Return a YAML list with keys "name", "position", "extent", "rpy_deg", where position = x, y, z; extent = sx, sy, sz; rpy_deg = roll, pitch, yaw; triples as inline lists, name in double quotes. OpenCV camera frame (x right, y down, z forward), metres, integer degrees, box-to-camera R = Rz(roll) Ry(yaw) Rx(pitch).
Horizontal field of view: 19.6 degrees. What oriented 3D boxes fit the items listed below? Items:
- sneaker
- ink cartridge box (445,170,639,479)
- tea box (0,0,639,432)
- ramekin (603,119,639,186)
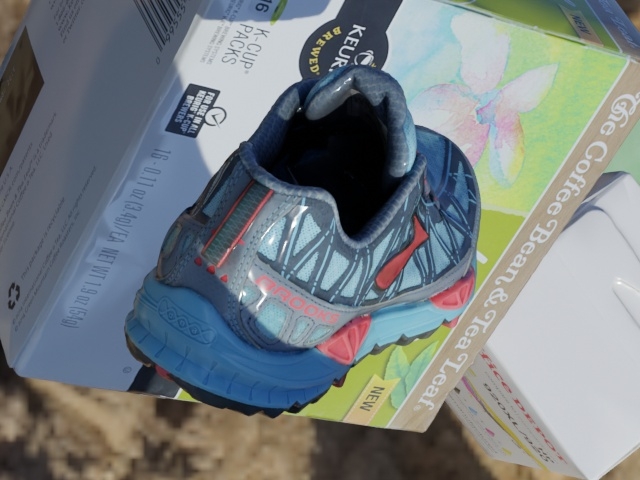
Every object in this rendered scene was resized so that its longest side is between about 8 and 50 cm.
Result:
- name: "sneaker"
  position: [0.021, -0.018, 0.809]
  extent: [0.262, 0.104, 0.125]
  rpy_deg: [-38, 154, -61]
- name: "ink cartridge box"
  position: [0.181, 0.065, 1.446]
  extent: [0.171, 0.168, 0.233]
  rpy_deg: [53, -12, -7]
- name: "tea box"
  position: [-0.018, -0.078, 1.206]
  extent: [0.329, 0.324, 0.220]
  rpy_deg: [-60, -143, 30]
- name: "ramekin"
  position: [0.294, -0.024, 1.650]
  extent: [0.148, 0.303, 0.303]
  rpy_deg: [-60, 146, -58]
